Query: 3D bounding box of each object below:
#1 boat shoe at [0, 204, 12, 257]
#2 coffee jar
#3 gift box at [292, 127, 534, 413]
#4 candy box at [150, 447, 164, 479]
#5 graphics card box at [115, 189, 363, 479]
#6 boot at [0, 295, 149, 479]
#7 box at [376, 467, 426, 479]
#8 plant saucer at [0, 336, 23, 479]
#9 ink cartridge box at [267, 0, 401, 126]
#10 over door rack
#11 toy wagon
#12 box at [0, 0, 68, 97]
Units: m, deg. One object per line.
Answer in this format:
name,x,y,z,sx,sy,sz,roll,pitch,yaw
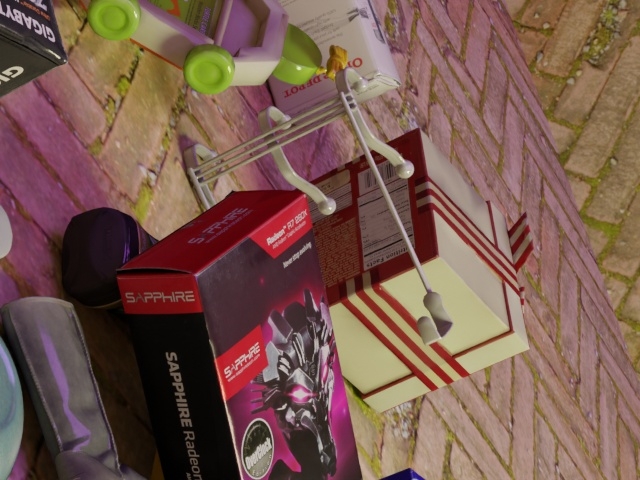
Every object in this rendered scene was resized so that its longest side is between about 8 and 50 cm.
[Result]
boat shoe,-0.327,0.006,1.336,0.219,0.070,0.078,-6,78,-71
coffee jar,-0.177,0.039,1.643,0.184,0.079,0.096,37,43,-53
gift box,0.117,0.030,2.113,0.258,0.255,0.276,45,34,-40
candy box,-0.114,0.169,1.636,0.105,0.027,0.206,34,60,-52
graphics card box,-0.065,0.159,1.597,0.233,0.094,0.371,-38,122,-58
boot,-0.206,0.161,1.484,0.208,0.076,0.189,62,4,22
box,0.072,0.343,1.863,0.072,0.126,0.137,43,31,-43
plant saucer,-0.293,0.113,1.356,0.195,0.037,0.195,48,29,-38
ink cartridge box,-0.003,-0.283,2.266,0.092,0.158,0.218,11,59,-65
over door rack,0.000,0.000,1.889,0.108,0.239,0.324,2,66,-61
toy wagon,-0.128,-0.261,1.889,0.344,0.068,0.267,30,34,-15
box,-0.366,-0.122,1.067,0.293,0.295,0.073,29,42,-59
